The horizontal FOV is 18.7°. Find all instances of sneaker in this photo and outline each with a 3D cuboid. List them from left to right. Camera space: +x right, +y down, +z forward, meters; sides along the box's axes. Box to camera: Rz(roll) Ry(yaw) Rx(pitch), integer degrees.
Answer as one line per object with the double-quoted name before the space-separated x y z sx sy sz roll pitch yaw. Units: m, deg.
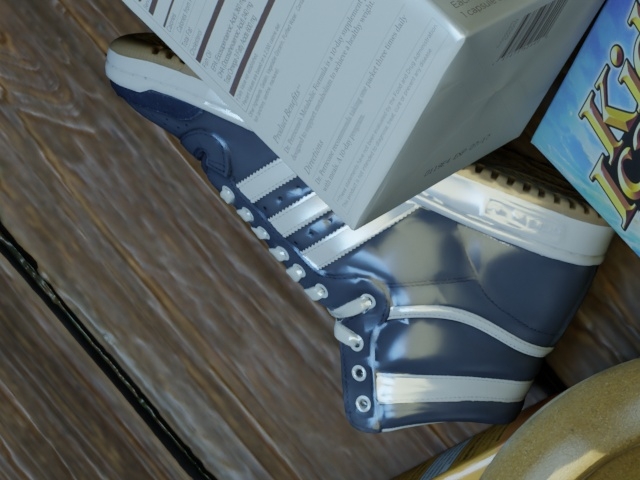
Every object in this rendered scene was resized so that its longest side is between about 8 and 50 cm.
"sneaker" 0.000 0.000 1.019 0.282 0.099 0.153 22 107 10

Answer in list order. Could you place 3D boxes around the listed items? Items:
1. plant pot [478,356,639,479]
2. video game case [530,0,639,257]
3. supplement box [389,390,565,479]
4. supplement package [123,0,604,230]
"plant pot" 0.183 0.168 0.973 0.236 0.032 0.236 -3 110 -7
"video game case" 0.234 -0.063 0.849 0.244 0.061 0.269 51 137 28
"supplement box" 0.047 0.171 1.056 0.233 0.080 0.078 -30 93 21
"supplement package" -0.002 -0.150 0.921 0.244 0.139 0.134 45 136 16
